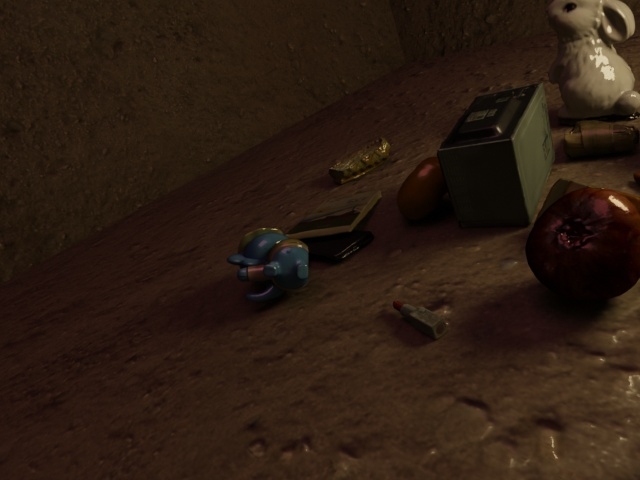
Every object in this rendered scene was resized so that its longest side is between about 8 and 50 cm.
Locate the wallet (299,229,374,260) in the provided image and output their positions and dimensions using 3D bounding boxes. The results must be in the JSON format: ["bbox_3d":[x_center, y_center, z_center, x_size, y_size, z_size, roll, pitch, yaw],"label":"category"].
[{"bbox_3d":[0.000,0.001,1.227,0.146,0.030,0.285,-32,24,-32],"label":"wallet"}]

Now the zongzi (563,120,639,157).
[{"bbox_3d":[0.712,-0.270,1.140,0.160,0.078,0.176,8,34,39],"label":"zongzi"}]

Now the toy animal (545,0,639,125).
[{"bbox_3d":[0.759,-0.517,1.265,0.194,0.357,0.258,-33,29,-27],"label":"toy animal"}]

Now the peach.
[{"bbox_3d":[0.261,-0.132,1.145,0.179,0.103,0.179,-54,-5,-7],"label":"peach"}]

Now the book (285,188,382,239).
[{"bbox_3d":[0.046,-0.075,1.304,0.202,0.026,0.289,-9,20,27],"label":"book"}]

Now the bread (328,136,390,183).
[{"bbox_3d":[0.147,-0.279,1.612,0.232,0.087,0.128,-34,18,-10],"label":"bread"}]

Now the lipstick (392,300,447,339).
[{"bbox_3d":[0.170,0.135,0.817,0.030,0.030,0.129,-31,26,-19],"label":"lipstick"}]

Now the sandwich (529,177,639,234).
[{"bbox_3d":[0.533,-0.033,0.881,0.188,0.144,0.117,9,17,-19],"label":"sandwich"}]

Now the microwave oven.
[{"bbox_3d":[0.409,-0.198,1.055,0.181,0.237,0.295,-1,36,40],"label":"microwave oven"}]

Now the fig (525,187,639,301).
[{"bbox_3d":[0.433,0.021,0.727,0.175,0.207,0.174,-18,59,33],"label":"fig"}]

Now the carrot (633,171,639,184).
[{"bbox_3d":[0.669,-0.100,0.883,0.037,0.037,0.190,-17,22,11],"label":"carrot"}]

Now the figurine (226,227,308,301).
[{"bbox_3d":[-0.116,0.051,1.071,0.180,0.153,0.262,-30,15,-6],"label":"figurine"}]
